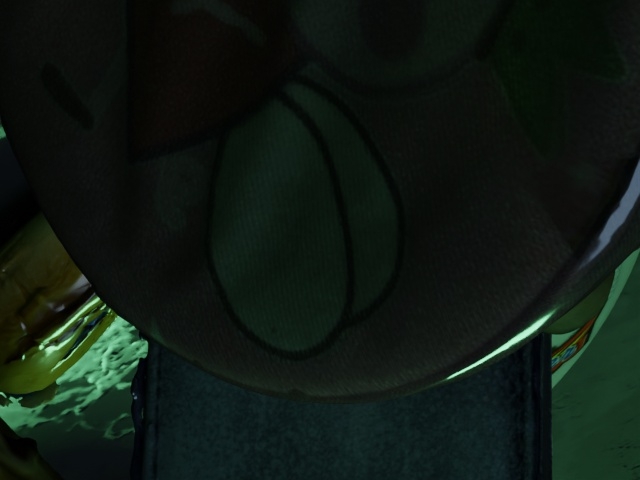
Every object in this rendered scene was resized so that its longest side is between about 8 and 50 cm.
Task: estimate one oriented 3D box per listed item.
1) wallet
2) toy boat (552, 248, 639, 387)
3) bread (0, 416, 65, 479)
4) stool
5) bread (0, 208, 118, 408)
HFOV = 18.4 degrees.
[{"bbox_3d":[0.010,0.047,0.747,0.167,0.222,0.036,-4,165,19],"label":"wallet"},{"bbox_3d":[0.095,0.004,0.912,0.129,0.088,0.295,-19,145,-15],"label":"toy boat"},{"bbox_3d":[-0.225,0.130,0.763,0.277,0.167,0.324,-26,158,-5],"label":"bread"},{"bbox_3d":[0.042,-0.092,0.601,0.178,0.272,0.272,-3,139,-51],"label":"stool"},{"bbox_3d":[-0.107,0.021,0.814,0.106,0.053,0.072,-45,148,13],"label":"bread"}]
